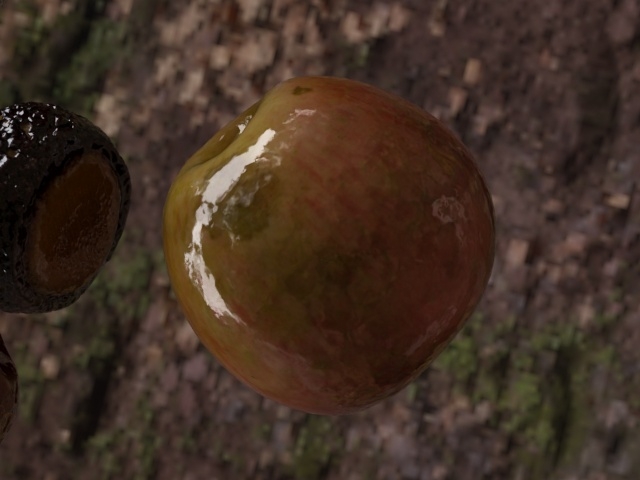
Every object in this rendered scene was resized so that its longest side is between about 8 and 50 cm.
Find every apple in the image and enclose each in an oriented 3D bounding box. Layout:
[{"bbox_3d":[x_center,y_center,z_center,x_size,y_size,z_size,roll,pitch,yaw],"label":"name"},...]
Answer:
[{"bbox_3d":[0.000,0.000,1.853,0.364,0.364,0.364,-166,90,-89],"label":"apple"}]

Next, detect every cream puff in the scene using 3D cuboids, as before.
[{"bbox_3d":[-0.326,-0.039,1.905,0.239,0.165,0.239,-43,-37,-45],"label":"cream puff"}]

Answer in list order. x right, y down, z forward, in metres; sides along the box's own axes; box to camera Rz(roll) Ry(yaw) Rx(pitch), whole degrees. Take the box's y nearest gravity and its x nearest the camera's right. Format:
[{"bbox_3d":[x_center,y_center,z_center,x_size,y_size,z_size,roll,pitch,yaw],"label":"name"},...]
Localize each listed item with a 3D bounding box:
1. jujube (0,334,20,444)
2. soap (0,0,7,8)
[{"bbox_3d":[-0.348,0.126,1.317,0.168,0.236,0.168,64,180,-1],"label":"jujube"},{"bbox_3d":[-0.228,-0.224,1.041,0.121,0.063,0.183,-71,-14,-72],"label":"soap"}]
